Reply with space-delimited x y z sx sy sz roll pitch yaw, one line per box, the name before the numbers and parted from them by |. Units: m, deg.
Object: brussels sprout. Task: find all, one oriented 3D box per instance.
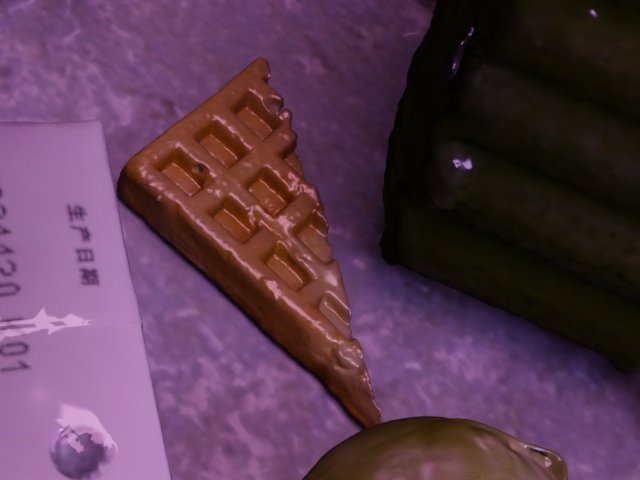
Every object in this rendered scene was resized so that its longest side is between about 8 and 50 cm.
brussels sprout | 0.038 0.133 0.675 0.152 0.149 0.122 3 40 -34

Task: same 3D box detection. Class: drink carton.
drink carton | -0.133 0.096 0.534 0.107 0.315 0.130 -4 60 -22

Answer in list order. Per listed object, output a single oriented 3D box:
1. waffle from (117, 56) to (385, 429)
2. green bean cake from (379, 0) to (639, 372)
waffle | 0.000 0.000 0.816 0.191 0.032 0.125 42 54 8
green bean cake | 0.155 -0.138 0.780 0.218 0.319 0.335 26 51 2
